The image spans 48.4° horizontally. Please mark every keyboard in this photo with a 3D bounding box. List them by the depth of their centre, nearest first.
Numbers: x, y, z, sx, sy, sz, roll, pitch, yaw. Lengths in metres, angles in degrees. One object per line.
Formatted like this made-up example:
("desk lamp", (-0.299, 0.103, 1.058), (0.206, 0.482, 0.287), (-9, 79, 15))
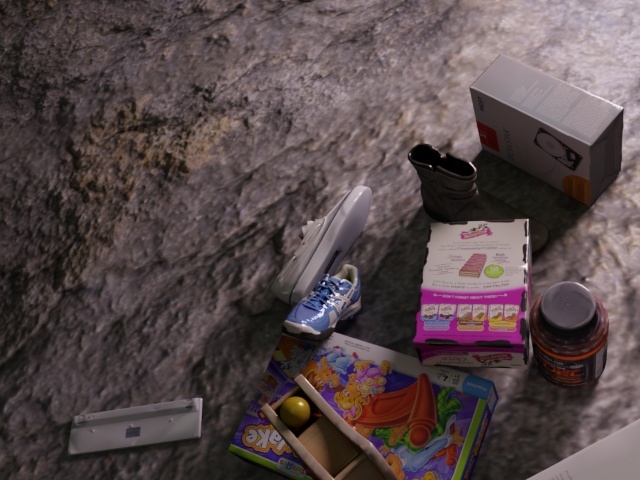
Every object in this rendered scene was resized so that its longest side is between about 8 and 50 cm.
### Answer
("keyboard", (-0.326, 0.326, 1.243), (0.256, 0.014, 0.072), (-11, 62, 14))

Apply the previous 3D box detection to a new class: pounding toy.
("pounding toy", (0.003, 0.317, 0.937), (0.155, 0.154, 0.269), (-39, 55, -13))

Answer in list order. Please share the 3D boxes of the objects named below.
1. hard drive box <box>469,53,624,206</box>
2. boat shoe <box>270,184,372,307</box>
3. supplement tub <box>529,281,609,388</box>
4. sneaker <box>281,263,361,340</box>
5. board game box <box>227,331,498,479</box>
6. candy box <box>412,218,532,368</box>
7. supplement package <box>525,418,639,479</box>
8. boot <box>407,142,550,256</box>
("hard drive box", (0.378, -0.185, 1.194), (0.089, 0.181, 0.232), (-47, 56, -9))
("boat shoe", (0.000, 0.000, 1.270), (0.084, 0.095, 0.258), (25, 70, 26))
("supplement tub", (0.349, 0.131, 1.002), (0.106, 0.198, 0.106), (-10, 57, 15))
("sneaker", (0.003, 0.099, 1.145), (0.080, 0.211, 0.081), (14, 111, 23))
("board game box", (0.065, 0.281, 1.087), (0.347, 0.078, 0.233), (14, 66, 26))
("candy box", (0.236, 0.077, 1.082), (0.159, 0.071, 0.233), (-1, 50, 21))
("supplement package", (0.347, 0.375, 0.855), (0.263, 0.198, 0.199), (-29, 54, 2))
("boot", (0.255, -0.065, 1.176), (0.247, 0.161, 0.083), (27, 72, 31))
